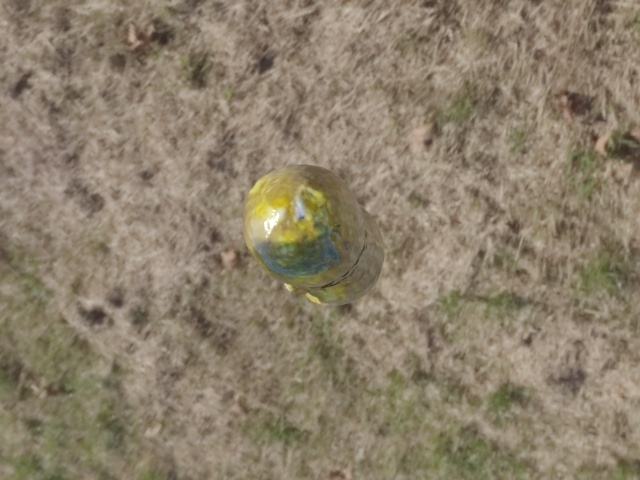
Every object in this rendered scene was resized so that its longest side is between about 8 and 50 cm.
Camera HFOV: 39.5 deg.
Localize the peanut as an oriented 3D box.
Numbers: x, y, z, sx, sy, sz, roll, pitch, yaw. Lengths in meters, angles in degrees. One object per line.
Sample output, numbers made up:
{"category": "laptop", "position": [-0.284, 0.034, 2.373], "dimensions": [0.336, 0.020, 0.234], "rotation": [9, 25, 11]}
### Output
{"category": "peanut", "position": [0.000, 0.000, 0.652], "dimensions": [0.087, 0.087, 0.207], "rotation": [15, 171, 13]}
